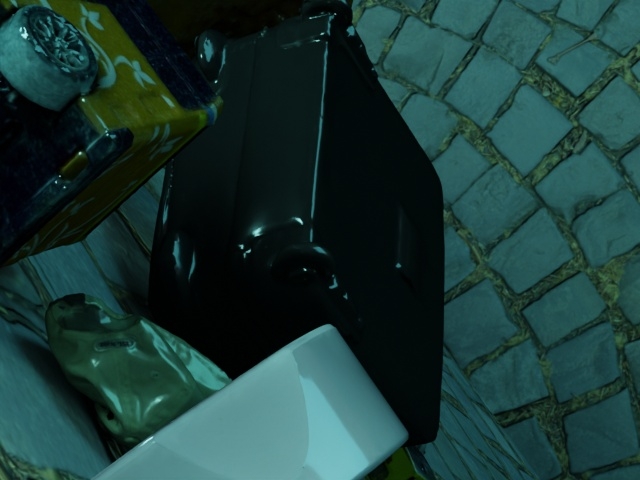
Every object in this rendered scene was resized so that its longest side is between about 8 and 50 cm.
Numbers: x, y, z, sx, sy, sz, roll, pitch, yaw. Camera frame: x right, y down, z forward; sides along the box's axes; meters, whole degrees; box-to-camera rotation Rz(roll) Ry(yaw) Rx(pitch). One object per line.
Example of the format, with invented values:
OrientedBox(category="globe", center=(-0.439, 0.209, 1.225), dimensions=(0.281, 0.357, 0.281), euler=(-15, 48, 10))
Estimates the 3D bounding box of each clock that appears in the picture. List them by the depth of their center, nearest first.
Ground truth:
OrientedBox(category="clock", center=(-0.056, 0.122, 0.706), dimensions=(0.068, 0.197, 0.197), euler=(54, 7, 5))

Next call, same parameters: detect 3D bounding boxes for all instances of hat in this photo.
OrientedBox(category="hat", center=(-0.119, 0.101, 0.992), dimensions=(0.122, 0.081, 0.166), euler=(15, -16, 8))

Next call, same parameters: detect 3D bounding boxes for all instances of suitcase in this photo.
OrientedBox(category="suitcase", center=(0.000, 0.000, 1.364), dimensions=(0.339, 0.188, 0.345), euler=(51, 32, -44))

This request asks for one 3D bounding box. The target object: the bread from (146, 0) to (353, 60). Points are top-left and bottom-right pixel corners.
OrientedBox(category="bread", center=(-0.127, -0.260, 1.463), dimensions=(0.204, 0.358, 0.337), euler=(57, 9, 17))

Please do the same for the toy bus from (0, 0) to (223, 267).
OrientedBox(category="toy bus", center=(-0.227, -0.152, 0.943), dimensions=(0.323, 0.162, 0.194), euler=(54, 25, 7))

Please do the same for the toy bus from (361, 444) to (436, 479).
OrientedBox(category="toy bus", center=(0.051, 0.186, 1.598), dimensions=(0.081, 0.074, 0.226), euler=(42, 13, -52))
